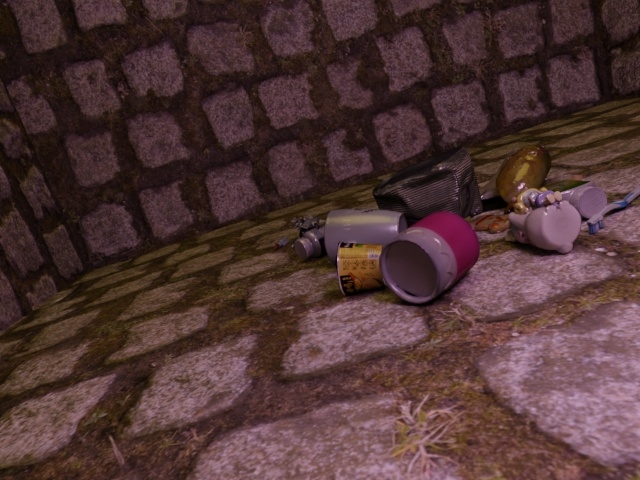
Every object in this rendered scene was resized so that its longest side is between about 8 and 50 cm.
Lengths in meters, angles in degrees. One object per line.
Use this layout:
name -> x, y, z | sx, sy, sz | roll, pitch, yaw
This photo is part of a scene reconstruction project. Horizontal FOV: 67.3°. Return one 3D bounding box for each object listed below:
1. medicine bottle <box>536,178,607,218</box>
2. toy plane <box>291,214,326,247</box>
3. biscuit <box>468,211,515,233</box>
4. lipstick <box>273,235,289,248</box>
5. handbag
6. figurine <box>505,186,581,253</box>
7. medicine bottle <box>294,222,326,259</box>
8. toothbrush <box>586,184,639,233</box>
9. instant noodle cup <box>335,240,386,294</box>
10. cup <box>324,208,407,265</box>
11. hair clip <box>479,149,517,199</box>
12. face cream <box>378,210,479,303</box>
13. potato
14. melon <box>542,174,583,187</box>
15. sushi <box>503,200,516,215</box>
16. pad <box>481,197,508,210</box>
medicine bottle -> 0.725, -0.118, 1.393 | 0.132, 0.088, 0.188 | -19, 12, -5
toy plane -> -0.067, -0.049, 2.193 | 0.192, 0.088, 0.262 | 17, 29, 18
biscuit -> 0.566, -0.059, 1.499 | 0.153, 0.030, 0.234 | -27, 15, -28
lipstick -> -0.184, 0.014, 2.201 | 0.030, 0.030, 0.129 | -12, 14, 22
handbag -> 0.360, -0.140, 1.594 | 0.341, 0.240, 0.247 | -15, 14, 48
figurine -> 0.544, -0.053, 1.238 | 0.127, 0.155, 0.235 | -33, 10, -6
medicine bottle -> 0.000, 0.000, 1.837 | 0.192, 0.106, 0.107 | -25, 15, -31
toothbrush -> 0.819, -0.103, 1.316 | 0.386, 0.040, 0.040 | -27, 15, -35
instant noodle cup -> 0.116, 0.073, 1.314 | 0.122, 0.151, 0.151 | -3, 17, 17
cup -> 0.167, -0.009, 1.570 | 0.234, 0.186, 0.258 | -3, -10, 22
hair clip -> 0.705, -0.230, 1.846 | 0.282, 0.113, 0.172 | -48, 7, 2
face cream -> 0.263, 0.039, 1.160 | 0.175, 0.175, 0.195 | -4, 20, 47
potato -> 0.696, -0.223, 1.663 | 0.298, 0.141, 0.176 | -46, -5, -34
melon -> 0.825, -0.203, 1.717 | 0.098, 0.054, 0.182 | -21, 8, -35
sushi -> 0.634, -0.104, 1.552 | 0.050, 0.047, 0.099 | 24, -25, -29
pad -> 0.621, -0.129, 1.773 | 0.265, 0.009, 0.159 | -11, 14, 22
